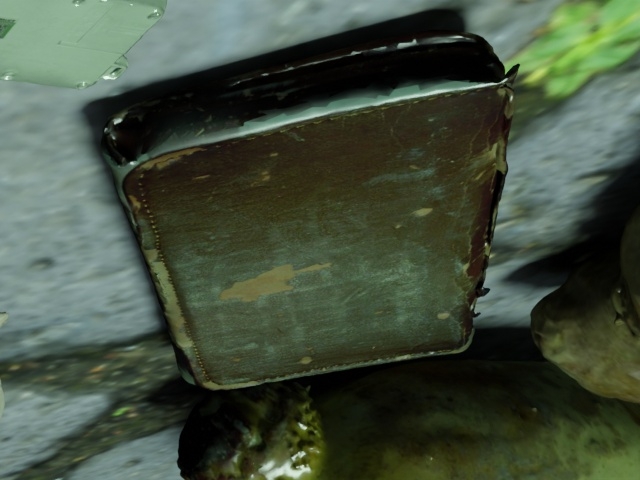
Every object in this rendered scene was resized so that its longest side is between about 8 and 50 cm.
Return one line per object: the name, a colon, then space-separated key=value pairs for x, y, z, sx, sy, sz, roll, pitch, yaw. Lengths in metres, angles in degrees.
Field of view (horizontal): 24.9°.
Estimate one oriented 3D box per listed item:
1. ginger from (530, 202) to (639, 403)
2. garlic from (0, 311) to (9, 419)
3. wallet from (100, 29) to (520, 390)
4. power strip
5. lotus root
ginger: x=0.156 y=0.013 z=0.585 sx=0.104 sy=0.080 sz=0.204 roll=-6 pitch=160 yaw=-13
garlic: x=-0.141 y=0.050 z=0.450 sx=0.094 sy=0.074 sz=0.113 roll=-10 pitch=145 yaw=8
wallet: x=0.000 y=0.000 z=0.498 sx=0.122 sy=0.031 sz=0.232 roll=-12 pitch=157 yaw=-4
power strip: x=-0.076 y=-0.052 z=0.316 sx=0.090 sy=0.016 sz=0.040 roll=3 pitch=152 yaw=-42
lotus root: x=0.064 y=0.128 z=0.725 sx=0.309 sy=0.173 sz=0.173 roll=8 pitch=149 yaw=-35
